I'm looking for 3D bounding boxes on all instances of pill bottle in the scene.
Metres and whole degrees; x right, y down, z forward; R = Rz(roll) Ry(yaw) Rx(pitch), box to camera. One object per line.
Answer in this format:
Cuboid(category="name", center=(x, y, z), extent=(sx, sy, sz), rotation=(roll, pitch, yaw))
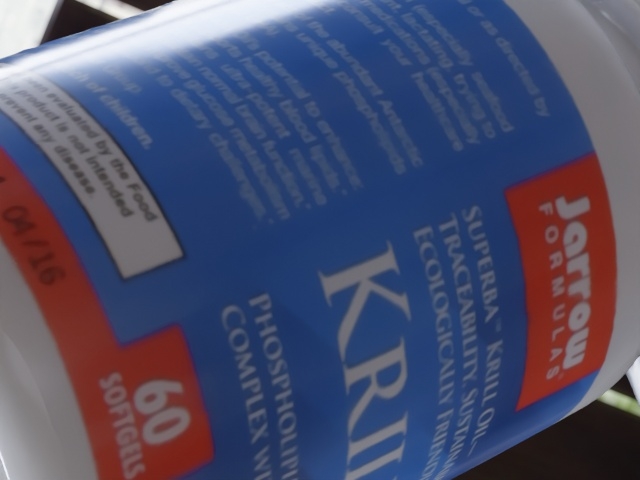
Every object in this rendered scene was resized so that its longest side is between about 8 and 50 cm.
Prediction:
Cuboid(category="pill bottle", center=(0.000, 0.000, 0.433), extent=(0.124, 0.221, 0.124), rotation=(34, 136, 41))

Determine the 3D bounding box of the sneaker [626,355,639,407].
Cuboid(category="sneaker", center=(0.178, -0.011, 0.740), extent=(0.226, 0.086, 0.163), rotation=(-26, 83, 58))
